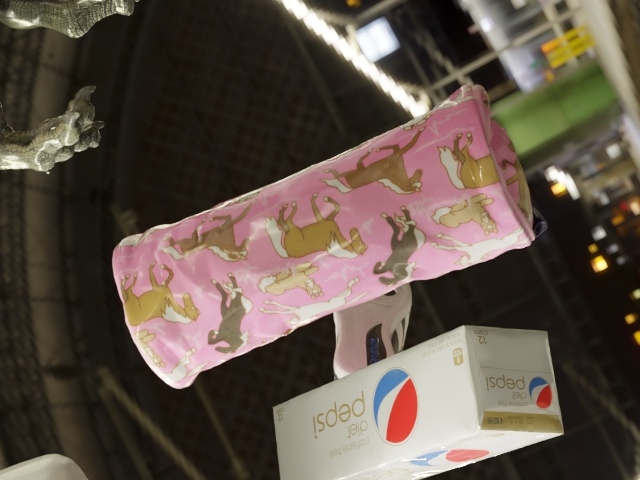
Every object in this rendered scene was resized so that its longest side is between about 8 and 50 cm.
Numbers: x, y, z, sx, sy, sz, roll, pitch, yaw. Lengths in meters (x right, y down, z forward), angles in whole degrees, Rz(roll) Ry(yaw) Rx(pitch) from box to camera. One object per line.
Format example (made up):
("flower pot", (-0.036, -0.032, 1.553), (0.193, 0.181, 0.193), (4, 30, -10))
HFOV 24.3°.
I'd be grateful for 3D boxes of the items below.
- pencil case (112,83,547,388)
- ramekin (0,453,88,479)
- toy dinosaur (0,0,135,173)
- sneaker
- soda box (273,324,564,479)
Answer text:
("pencil case", (0.000, 0.000, 1.343), (0.167, 0.386, 0.160), (55, -165, -50))
("ramekin", (-0.180, 0.277, 0.986), (0.277, 0.135, 0.277), (63, 173, 14))
("toy dinosaur", (-0.130, -0.071, 0.523), (0.064, 0.118, 0.268), (82, -166, -73))
("sneaker", (0.045, 0.126, 1.518), (0.217, 0.079, 0.121), (-71, -14, -60))
("soda box", (0.058, 0.118, 0.983), (0.074, 0.216, 0.069), (6, -113, -35))
